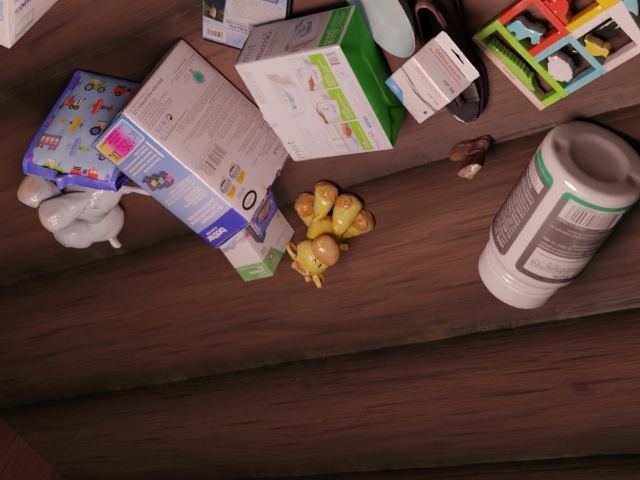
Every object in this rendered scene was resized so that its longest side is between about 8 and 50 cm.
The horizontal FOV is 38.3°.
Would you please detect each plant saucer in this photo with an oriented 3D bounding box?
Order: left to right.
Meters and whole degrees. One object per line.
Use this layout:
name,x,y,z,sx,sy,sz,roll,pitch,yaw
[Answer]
plant saucer,0.113,-0.415,1.635,0.195,0.037,0.195,48,169,13

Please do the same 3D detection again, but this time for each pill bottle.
pill bottle,0.450,-0.037,1.776,0.204,0.204,0.361,25,138,1

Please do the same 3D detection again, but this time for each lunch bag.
lunch bag,-0.484,-0.216,1.977,0.220,0.293,0.138,14,137,13

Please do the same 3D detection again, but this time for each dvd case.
dvd case,-0.139,-0.469,1.761,0.180,0.022,0.253,17,137,8

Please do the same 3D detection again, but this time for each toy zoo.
toy zoo,0.421,-0.354,1.566,0.192,0.030,0.293,41,144,-13

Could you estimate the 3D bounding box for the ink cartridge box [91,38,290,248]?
ink cartridge box,-0.230,-0.178,1.911,0.395,0.270,0.151,40,138,-15

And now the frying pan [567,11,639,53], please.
frying pan,0.565,-0.378,1.493,0.197,0.053,0.326,30,149,2

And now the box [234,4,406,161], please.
box,0.004,-0.291,1.770,0.231,0.127,0.262,-5,138,31

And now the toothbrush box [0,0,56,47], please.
toothbrush box,-0.685,-0.536,1.812,0.295,0.216,0.126,22,139,2

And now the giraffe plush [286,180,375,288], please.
giraffe plush,0.000,0.000,2.053,0.181,0.170,0.210,30,138,-5

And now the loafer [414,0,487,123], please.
loafer,0.224,-0.328,1.672,0.109,0.095,0.303,-2,131,28

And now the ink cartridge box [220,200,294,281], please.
ink cartridge box,-0.169,-0.037,2.110,0.093,0.154,0.212,-13,125,35

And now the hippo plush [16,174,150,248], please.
hippo plush,-0.568,-0.108,2.238,0.294,0.234,0.237,-20,156,-11

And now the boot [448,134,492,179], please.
boot,0.282,-0.153,1.806,0.037,0.114,0.106,44,135,-19

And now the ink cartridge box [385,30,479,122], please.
ink cartridge box,0.194,-0.285,1.626,0.104,0.060,0.180,49,163,-3
